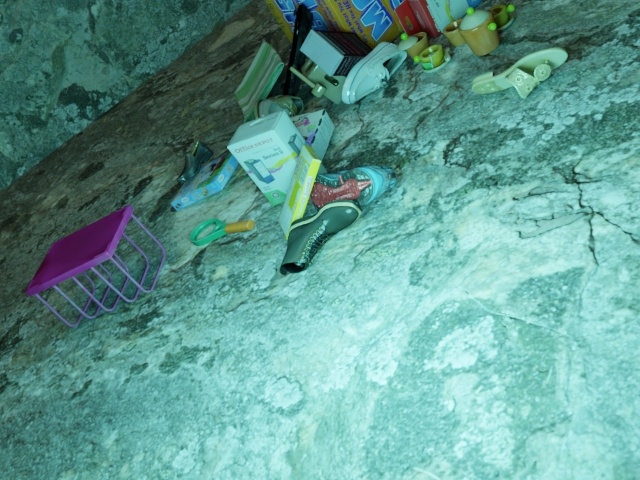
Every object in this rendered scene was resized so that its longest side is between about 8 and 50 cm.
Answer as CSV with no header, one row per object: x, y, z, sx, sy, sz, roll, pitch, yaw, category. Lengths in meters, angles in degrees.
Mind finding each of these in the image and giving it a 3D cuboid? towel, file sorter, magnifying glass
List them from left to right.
-0.591,0.080,1.897,0.291,0.182,0.202,-23,33,22,file sorter
-0.264,-0.030,1.880,0.231,0.026,0.092,-5,41,40,magnifying glass
-0.221,-0.557,2.470,0.247,0.038,0.324,-57,25,19,towel

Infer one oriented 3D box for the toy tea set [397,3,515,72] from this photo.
0.350,-0.568,1.920,0.336,0.124,0.200,-13,37,33,toy tea set

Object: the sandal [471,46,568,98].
0.448,-0.353,1.593,0.240,0.088,0.079,-11,69,47,sandal

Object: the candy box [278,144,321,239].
-0.051,-0.112,1.657,0.105,0.027,0.205,-115,40,-61,candy box

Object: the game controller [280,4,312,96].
-0.085,-0.578,2.247,0.067,0.319,0.166,15,42,1,game controller

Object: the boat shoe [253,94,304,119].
-0.122,-0.386,2.117,0.104,0.113,0.302,-12,22,13,boat shoe

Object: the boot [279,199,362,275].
0.000,0.000,1.537,0.198,0.077,0.137,-28,33,39,boot

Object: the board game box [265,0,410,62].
0.075,-0.822,2.324,0.356,0.356,0.357,-45,31,-17,board game box

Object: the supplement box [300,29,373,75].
0.064,-0.544,2.055,0.239,0.130,0.073,-19,-31,-53,supplement box

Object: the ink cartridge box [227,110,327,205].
-0.107,-0.205,1.780,0.154,0.212,0.093,-13,37,33,ink cartridge box

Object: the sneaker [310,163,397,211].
0.075,-0.118,1.621,0.125,0.104,0.262,-19,11,-33,sneaker

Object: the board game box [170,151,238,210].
-0.346,-0.183,2.144,0.212,0.039,0.160,-21,32,38,board game box

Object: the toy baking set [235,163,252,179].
-0.131,-0.253,2.063,0.256,0.030,0.197,-40,33,-7,toy baking set

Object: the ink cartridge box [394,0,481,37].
0.348,-0.699,2.098,0.231,0.134,0.078,-40,31,-6,ink cartridge box

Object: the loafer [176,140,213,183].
-0.403,-0.242,2.199,0.062,0.061,0.170,-17,32,40,loafer

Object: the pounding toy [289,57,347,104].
0.007,-0.492,2.083,0.094,0.181,0.206,-50,25,21,pounding toy

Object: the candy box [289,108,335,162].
-0.066,-0.258,1.927,0.165,0.070,0.196,-8,44,28,candy box

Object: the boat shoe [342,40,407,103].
0.157,-0.479,2.020,0.084,0.095,0.258,24,64,27,boat shoe
